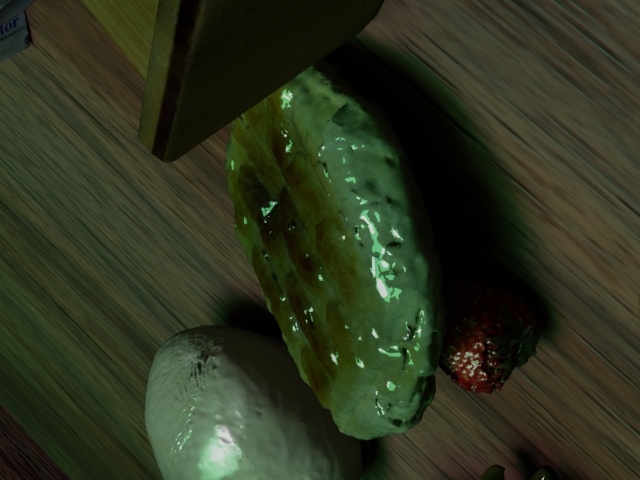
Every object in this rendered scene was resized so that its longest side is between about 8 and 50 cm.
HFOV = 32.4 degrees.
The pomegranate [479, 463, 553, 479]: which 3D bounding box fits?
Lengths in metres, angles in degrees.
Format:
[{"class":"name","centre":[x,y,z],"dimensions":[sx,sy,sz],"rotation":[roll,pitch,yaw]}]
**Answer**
[{"class":"pomegranate","centre":[0.162,0.358,0.993],"dimensions":[0.310,0.216,0.358],"rotation":[28,116,37]}]

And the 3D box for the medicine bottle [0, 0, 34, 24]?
[{"class":"medicine bottle","centre":[-0.348,-0.299,1.027],"dimensions":[0.203,0.083,0.083],"rotation":[52,153,-7]}]

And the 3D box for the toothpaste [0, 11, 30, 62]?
[{"class":"toothpaste","centre":[-0.453,-0.297,1.195],"dimensions":[0.336,0.081,0.067],"rotation":[37,147,23]}]

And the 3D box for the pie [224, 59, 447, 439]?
[{"class":"pie","centre":[0.000,0.000,0.825],"dimensions":[0.306,0.071,0.306],"rotation":[42,141,47]}]

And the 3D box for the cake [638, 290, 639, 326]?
[{"class":"cake","centre":[0.249,0.036,0.477],"dimensions":[0.207,0.185,0.178],"rotation":[-3,169,33]}]

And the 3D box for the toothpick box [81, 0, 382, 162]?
[{"class":"toothpick box","centre":[-0.106,-0.241,0.640],"dimensions":[0.308,0.190,0.187],"rotation":[49,155,9]}]

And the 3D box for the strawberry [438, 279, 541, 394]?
[{"class":"strawberry","centre":[0.114,0.065,0.807],"dimensions":[0.096,0.083,0.083],"rotation":[25,146,59]}]

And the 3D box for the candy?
[{"class":"candy","centre":[-0.084,0.216,1.187],"dimensions":[0.295,0.185,0.295],"rotation":[31,148,22]}]
